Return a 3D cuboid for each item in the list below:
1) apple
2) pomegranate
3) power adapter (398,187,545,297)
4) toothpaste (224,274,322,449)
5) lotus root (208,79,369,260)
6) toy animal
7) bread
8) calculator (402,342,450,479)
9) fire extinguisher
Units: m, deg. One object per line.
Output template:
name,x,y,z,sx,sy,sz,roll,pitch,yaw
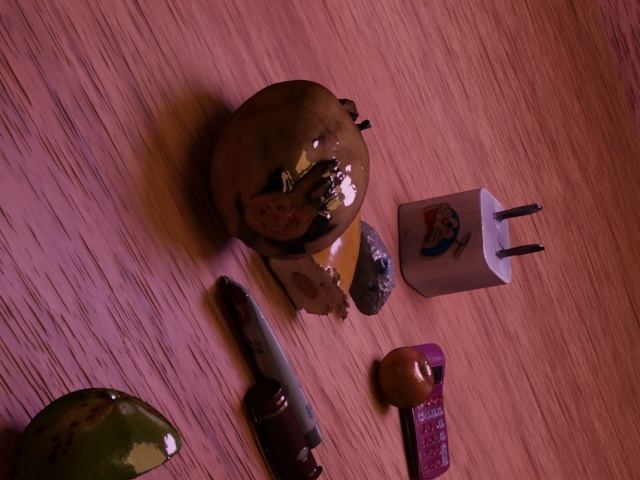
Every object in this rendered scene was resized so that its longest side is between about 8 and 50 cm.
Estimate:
apple,0.114,0.187,2.117,0.084,0.071,0.084,48,31,-43
pomegranate,-0.207,0.203,1.338,0.122,0.169,0.143,30,12,-29
power adapter,0.232,-0.002,2.292,0.125,0.204,0.130,37,46,-57
toothpaste,-0.054,0.142,1.789,0.062,0.039,0.239,38,-25,59
lotus root,-0.025,-0.098,1.803,0.310,0.182,0.183,-65,138,-57
toy animal,0.047,-0.026,2.043,0.070,0.079,0.253,25,56,-87
bread,0.001,-0.001,1.919,0.134,0.085,0.173,56,33,-43
calculator,0.148,0.243,2.217,0.126,0.034,0.191,1,85,-67
fire extinguisher,-0.038,0.234,1.787,0.064,0.043,0.158,-42,121,-37
